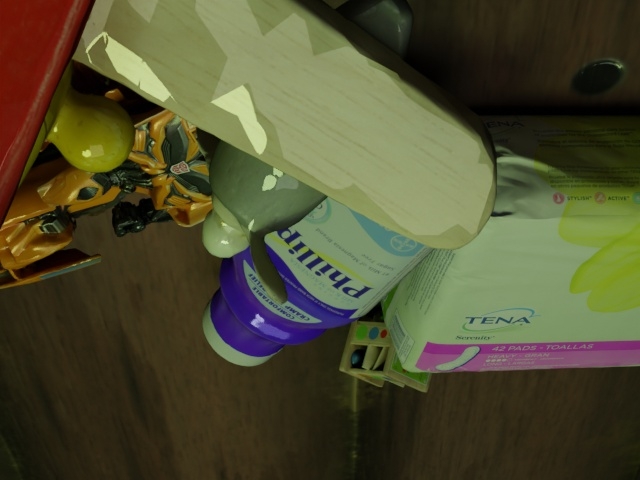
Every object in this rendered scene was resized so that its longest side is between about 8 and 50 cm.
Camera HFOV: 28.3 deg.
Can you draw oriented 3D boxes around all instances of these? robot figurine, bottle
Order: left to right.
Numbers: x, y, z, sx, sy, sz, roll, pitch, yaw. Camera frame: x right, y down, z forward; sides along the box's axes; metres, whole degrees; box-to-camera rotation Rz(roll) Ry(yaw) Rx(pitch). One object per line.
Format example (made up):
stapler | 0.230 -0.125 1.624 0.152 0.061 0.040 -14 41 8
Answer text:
robot figurine | -0.168 -0.047 0.794 0.291 0.085 0.211 -17 144 9
bottle | 0.000 0.000 0.885 0.118 0.092 0.283 40 138 -3

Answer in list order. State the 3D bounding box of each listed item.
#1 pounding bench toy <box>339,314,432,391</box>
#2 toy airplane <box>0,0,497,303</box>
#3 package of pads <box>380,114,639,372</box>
pounding bench toy | 0.061 0.080 1.077 0.052 0.083 0.065 27 162 -39
toy airplane | -0.142 -0.128 0.568 0.384 0.272 0.386 -17 103 -3
package of pads | 0.214 0.006 0.962 0.297 0.101 0.229 -2 145 -14
